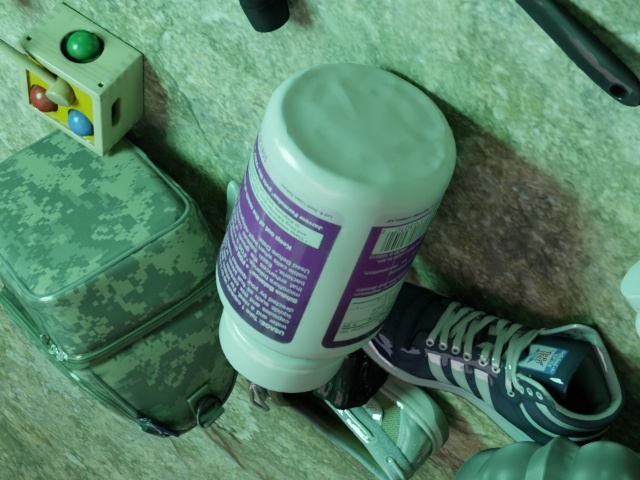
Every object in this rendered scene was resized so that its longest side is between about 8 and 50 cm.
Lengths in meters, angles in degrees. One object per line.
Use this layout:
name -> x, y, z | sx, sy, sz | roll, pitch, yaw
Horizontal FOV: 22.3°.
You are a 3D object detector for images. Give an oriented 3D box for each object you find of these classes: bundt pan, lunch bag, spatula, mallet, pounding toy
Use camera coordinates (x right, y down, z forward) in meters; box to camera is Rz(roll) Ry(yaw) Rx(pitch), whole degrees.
bundt pan -> 0.264, 0.279, 1.560 | 0.331, 0.124, 0.331 | 9, 156, 4
lunch bag -> -0.226, 0.050, 1.765 | 0.305, 0.212, 0.256 | 39, 159, 48
spatula -> 0.129, -0.200, 1.223 | 0.296, 0.030, 0.084 | 39, 150, 4
mallet -> -0.108, -0.241, 1.457 | 0.189, 0.039, 0.062 | 26, 151, 33
pounding toy -> -0.264, -0.170, 1.677 | 0.130, 0.100, 0.141 | 33, 152, 14

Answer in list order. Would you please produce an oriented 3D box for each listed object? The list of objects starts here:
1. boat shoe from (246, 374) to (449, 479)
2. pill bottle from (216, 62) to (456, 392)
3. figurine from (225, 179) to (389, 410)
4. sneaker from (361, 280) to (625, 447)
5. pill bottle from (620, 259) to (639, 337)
boat shoe -> -0.007, 0.170, 1.847 | 0.320, 0.103, 0.118 | 29, 148, 26
pill bottle -> 0.000, 0.000, 1.459 | 0.169, 0.169, 0.301 | 34, 137, 12
figurine -> -0.021, 0.048, 1.727 | 0.215, 0.092, 0.209 | 28, 142, 22
sneaker -> 0.161, 0.104, 1.548 | 0.282, 0.099, 0.153 | 32, 157, 1
pill bottle -> 0.315, 0.079, 1.339 | 0.152, 0.086, 0.086 | 51, 150, -18
